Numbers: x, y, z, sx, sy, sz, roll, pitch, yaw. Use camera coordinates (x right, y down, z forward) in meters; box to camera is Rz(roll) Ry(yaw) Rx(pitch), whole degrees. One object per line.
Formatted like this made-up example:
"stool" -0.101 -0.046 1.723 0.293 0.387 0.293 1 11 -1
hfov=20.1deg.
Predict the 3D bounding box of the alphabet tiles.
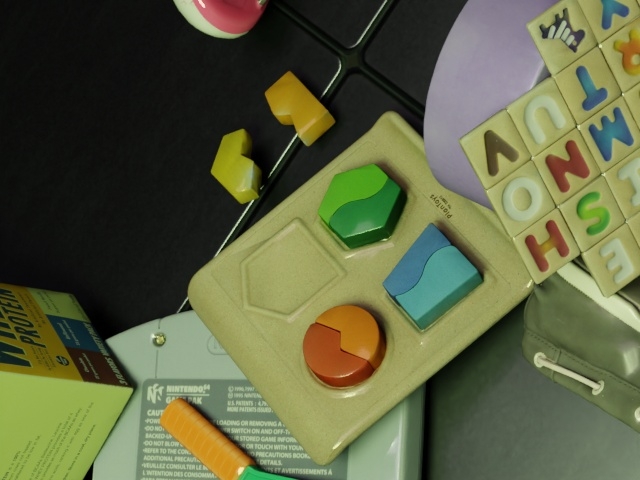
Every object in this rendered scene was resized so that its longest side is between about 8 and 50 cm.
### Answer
"alphabet tiles" 0.213 -0.084 1.225 0.237 0.198 0.009 -35 21 -13

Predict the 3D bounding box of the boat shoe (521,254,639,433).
"boat shoe" 0.272 0.122 1.245 0.335 0.112 0.095 40 119 36

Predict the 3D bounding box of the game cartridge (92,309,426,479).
"game cartridge" -0.051 0.151 1.455 0.297 0.062 0.198 -2 75 31

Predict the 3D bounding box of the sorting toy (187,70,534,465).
"sorting toy" 0.000 0.000 1.417 0.229 0.041 0.307 -42 54 0

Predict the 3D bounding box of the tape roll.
"tape roll" 0.162 -0.107 1.298 0.080 0.189 0.189 26 94 32

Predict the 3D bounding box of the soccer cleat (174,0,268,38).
"soccer cleat" -0.124 -0.309 1.568 0.143 0.116 0.331 -27 65 41

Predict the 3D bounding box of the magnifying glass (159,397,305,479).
"magnifying glass" -0.042 0.199 1.398 0.231 0.026 0.092 37 100 29

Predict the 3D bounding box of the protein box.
"protein box" -0.303 0.146 1.485 0.200 0.201 0.136 -60 44 20
